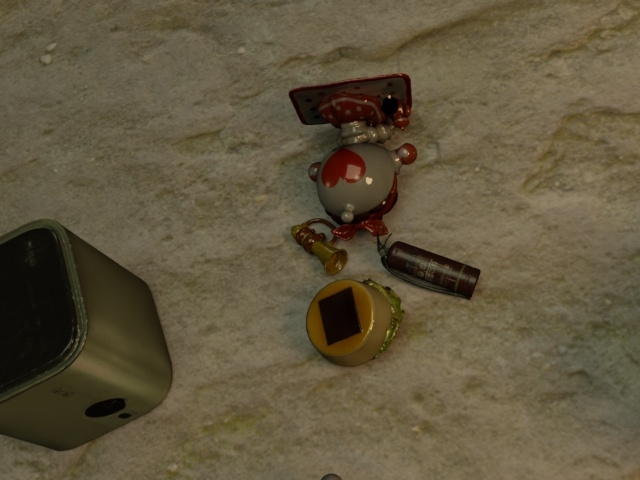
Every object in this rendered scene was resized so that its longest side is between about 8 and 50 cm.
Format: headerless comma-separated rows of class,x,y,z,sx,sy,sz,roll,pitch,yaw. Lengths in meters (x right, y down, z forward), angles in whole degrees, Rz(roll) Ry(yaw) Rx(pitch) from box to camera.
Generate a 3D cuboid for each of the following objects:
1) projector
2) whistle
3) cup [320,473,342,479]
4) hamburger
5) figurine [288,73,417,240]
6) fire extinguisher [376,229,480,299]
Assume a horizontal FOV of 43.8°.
projector,-0.399,0.147,1.180,0.248,0.249,0.248,-27,60,7
whistle,-0.001,-0.001,1.227,0.057,0.046,0.109,-51,53,9
cup,-0.056,0.417,0.958,0.167,0.173,0.299,32,78,7
hamburger,0.050,0.114,1.130,0.141,0.081,0.126,-39,56,13
figurine,0.060,-0.111,1.208,0.183,0.160,0.226,-7,77,7
fire extinguisher,0.149,0.036,1.140,0.158,0.043,0.064,20,119,19
